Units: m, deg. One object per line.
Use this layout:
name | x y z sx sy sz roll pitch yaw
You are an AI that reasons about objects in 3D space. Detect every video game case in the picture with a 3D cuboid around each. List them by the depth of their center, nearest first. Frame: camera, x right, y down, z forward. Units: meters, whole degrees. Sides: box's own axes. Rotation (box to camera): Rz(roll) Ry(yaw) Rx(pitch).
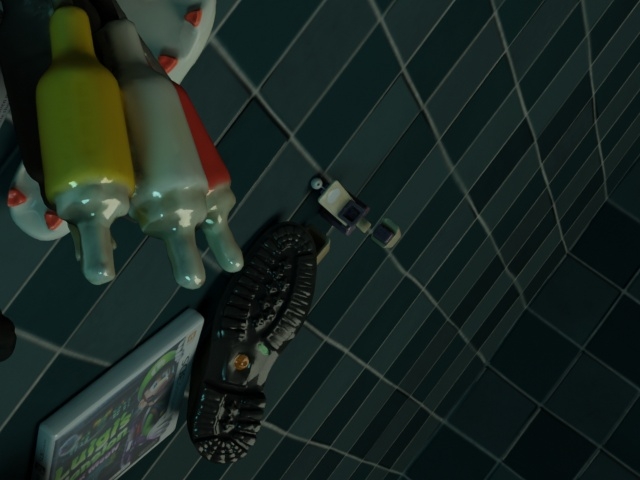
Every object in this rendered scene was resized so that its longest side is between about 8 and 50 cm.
video game case | -0.183 0.165 1.334 0.190 0.022 0.173 -39 157 -40

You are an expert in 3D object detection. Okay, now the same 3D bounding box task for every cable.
cable | -0.095 -0.113 0.618 0.072 0.287 0.139 -17 173 23

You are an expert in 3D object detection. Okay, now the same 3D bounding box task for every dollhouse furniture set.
dollhouse furniture set | 0.000 0.000 1.419 0.114 0.091 0.081 -50 147 -2

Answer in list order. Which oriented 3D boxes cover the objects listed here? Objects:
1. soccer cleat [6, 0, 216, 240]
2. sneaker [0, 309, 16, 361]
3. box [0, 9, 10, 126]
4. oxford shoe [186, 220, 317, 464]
soccer cleat | -0.129 -0.087 0.933 0.196 0.068 0.076 -56 178 10
sneaker | -0.194 0.126 0.504 0.102 0.146 0.293 13 102 -85
box | -0.209 -0.083 0.612 0.072 0.126 0.137 -59 162 22
oxford shoe | -0.074 0.084 1.397 0.227 0.083 0.096 -66 -160 2
